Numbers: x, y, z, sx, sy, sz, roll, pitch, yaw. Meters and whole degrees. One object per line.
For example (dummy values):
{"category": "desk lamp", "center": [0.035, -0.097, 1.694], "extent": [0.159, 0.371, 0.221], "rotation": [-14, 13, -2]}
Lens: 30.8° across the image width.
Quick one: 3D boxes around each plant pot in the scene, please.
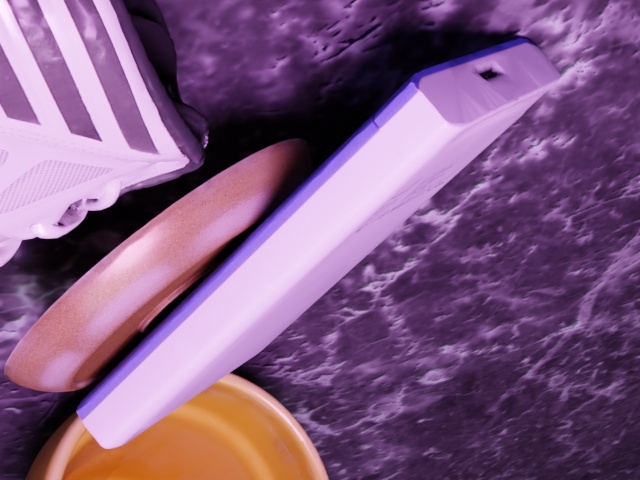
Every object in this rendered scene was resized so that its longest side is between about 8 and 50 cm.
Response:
{"category": "plant pot", "center": [-0.151, 0.257, 0.995], "extent": [0.254, 0.254, 0.239], "rotation": [1, 159, -32]}
{"category": "plant pot", "center": [-0.091, 0.024, 0.729], "extent": [0.236, 0.032, 0.236], "rotation": [-39, 175, -4]}

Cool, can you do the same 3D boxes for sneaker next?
{"category": "sneaker", "center": [-0.194, 0.006, 0.618], "extent": [0.257, 0.169, 0.447], "rotation": [-4, 143, -22]}

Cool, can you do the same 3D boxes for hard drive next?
{"category": "hard drive", "center": [0.000, 0.000, 0.745], "extent": [0.318, 0.040, 0.210], "rotation": [-43, 173, 30]}
